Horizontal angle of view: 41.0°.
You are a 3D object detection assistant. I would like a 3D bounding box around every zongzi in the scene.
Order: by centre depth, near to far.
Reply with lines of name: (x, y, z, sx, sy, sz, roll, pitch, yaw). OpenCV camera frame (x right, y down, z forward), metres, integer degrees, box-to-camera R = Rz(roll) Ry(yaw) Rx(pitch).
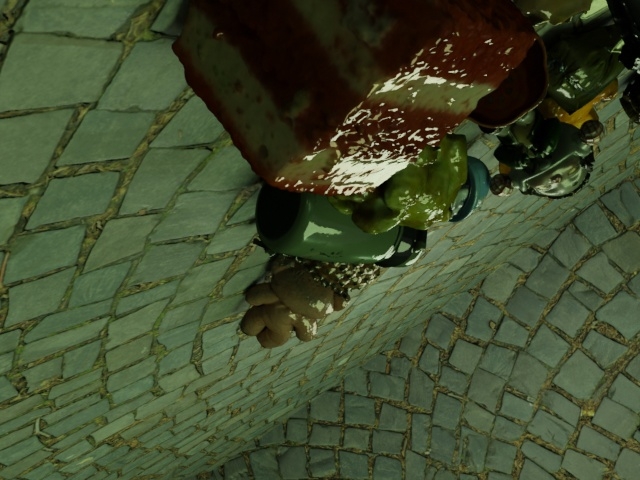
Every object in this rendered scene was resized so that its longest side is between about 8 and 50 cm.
zongzi: (0.569, -0.391, 1.733, 0.274, 0.125, 0.251, -40, 167, 17)
zongzi: (0.933, -0.389, 2.332, 0.290, 0.154, 0.317, -25, 168, -1)

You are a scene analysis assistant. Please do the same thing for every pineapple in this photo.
pineapple: (0.000, 0.000, 1.781, 0.175, 0.175, 0.361, -37, 147, 13)

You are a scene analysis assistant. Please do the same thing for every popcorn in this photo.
popcorn: (0.119, -0.130, 1.408, 0.277, 0.276, 0.225, -12, 161, -47)

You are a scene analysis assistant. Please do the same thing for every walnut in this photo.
walnut: (0.302, -0.379, 1.269, 0.204, 0.141, 0.238, -12, -166, -35)

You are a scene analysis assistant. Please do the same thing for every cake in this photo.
cake: (0.032, -0.229, 1.012, 0.319, 0.269, 0.270, -45, 159, 29)

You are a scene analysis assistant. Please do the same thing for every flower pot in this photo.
flower pot: (0.307, -0.287, 1.511, 0.191, 0.190, 0.173, -37, 175, 13)

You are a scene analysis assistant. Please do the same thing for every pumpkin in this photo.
pumpkin: (0.554, -0.277, 2.050, 0.290, 0.095, 0.258, -27, 160, 2)

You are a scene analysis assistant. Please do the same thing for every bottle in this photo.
bottle: (0.056, -0.033, 1.586, 0.347, 0.168, 0.168, 12, 135, -39)

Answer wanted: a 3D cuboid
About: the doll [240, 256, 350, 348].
doll: (-0.075, 0.140, 2.025, 0.303, 0.201, 0.156, -42, -162, 45)

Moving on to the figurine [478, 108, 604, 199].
figurine: (0.478, -0.204, 1.883, 0.281, 0.167, 0.370, -32, 143, 27)

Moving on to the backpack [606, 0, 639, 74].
backpack: (0.520, -0.450, 1.247, 0.446, 0.255, 0.363, 22, 82, -55)

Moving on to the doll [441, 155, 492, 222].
doll: (0.276, -0.105, 1.960, 0.314, 0.141, 0.177, -18, 153, -30)

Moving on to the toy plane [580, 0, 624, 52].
toy plane: (0.610, -0.451, 1.553, 0.256, 0.104, 0.241, 6, 126, 1)
